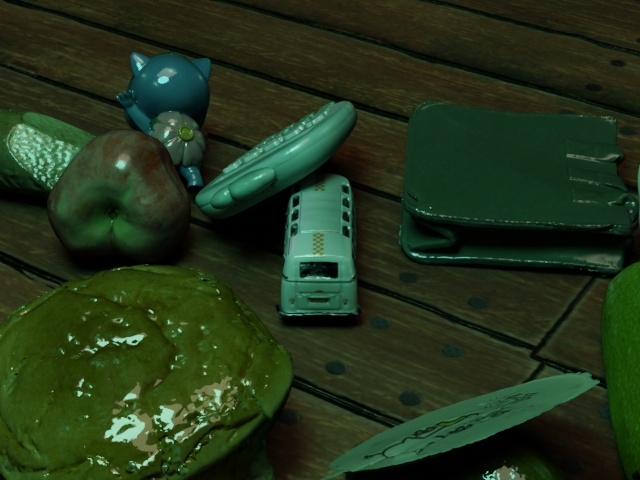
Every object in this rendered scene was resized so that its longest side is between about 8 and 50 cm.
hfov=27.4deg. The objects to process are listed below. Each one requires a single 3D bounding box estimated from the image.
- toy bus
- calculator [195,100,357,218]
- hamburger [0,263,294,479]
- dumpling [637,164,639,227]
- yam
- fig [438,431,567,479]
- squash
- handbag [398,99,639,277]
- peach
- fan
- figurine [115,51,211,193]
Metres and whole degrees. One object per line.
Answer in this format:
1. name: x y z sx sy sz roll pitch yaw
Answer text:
1. toy bus: 0.000 0.000 1.385 0.087 0.089 0.194 1 34 2
2. calculator: -0.047 -0.089 1.466 0.184 0.042 0.295 -27 10 23
3. hamburger: -0.161 0.134 1.158 0.265 0.134 0.285 -21 38 -30
4. dumpling: 0.411 -0.019 1.391 0.111 0.155 0.181 -12 64 40
5. yam: -0.350 -0.100 1.531 0.259 0.106 0.106 8 36 15
6. fig: 0.166 0.233 1.039 0.117 0.117 0.177 -26 56 -31
7. squash: 0.369 0.108 1.209 0.203 0.111 0.289 6 34 7
8. handbag: 0.222 -0.064 1.484 0.260 0.079 0.247 4 36 6
9. peach: -0.211 -0.042 1.427 0.152 0.152 0.152 -1 35 0
10. fan: 0.044 0.182 1.077 0.414 0.012 0.233 -19 -2 -22
11. figurine: -0.181 -0.130 1.563 0.114 0.144 0.178 -5 70 -6
